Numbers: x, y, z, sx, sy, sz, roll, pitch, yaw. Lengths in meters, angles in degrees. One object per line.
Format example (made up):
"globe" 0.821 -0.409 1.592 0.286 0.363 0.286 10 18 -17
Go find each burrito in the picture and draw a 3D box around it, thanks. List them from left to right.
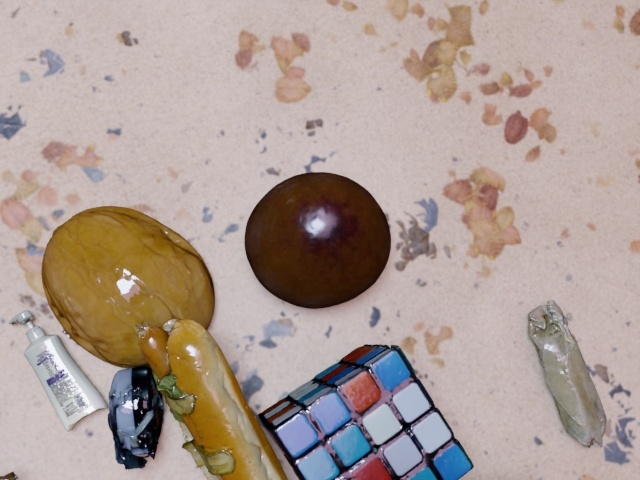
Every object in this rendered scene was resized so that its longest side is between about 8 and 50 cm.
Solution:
"burrito" 0.303 0.167 0.871 0.058 0.045 0.188 -21 87 -5

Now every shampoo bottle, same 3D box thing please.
"shampoo bottle" -0.291 0.137 0.780 0.049 0.034 0.141 -32 87 -6

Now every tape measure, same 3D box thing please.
"tape measure" -0.197 0.184 0.763 0.054 0.091 0.094 -4 100 -4

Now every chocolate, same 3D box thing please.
"chocolate" 0.000 0.000 0.788 0.177 0.177 0.176 1 81 -9

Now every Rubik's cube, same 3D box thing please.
"Rubik's cube" 0.042 0.213 0.763 0.154 0.155 0.151 -33 88 -12

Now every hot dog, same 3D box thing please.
"hot dog" -0.112 0.193 0.746 0.072 0.109 0.269 -33 102 -30

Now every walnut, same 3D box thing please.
"walnut" -0.218 0.049 0.779 0.211 0.087 0.167 37 81 -2

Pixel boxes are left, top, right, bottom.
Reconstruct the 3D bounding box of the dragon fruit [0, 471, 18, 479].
"dragon fruit" -0.319 0.357 0.699 0.125 0.125 0.246 -4 75 -7
